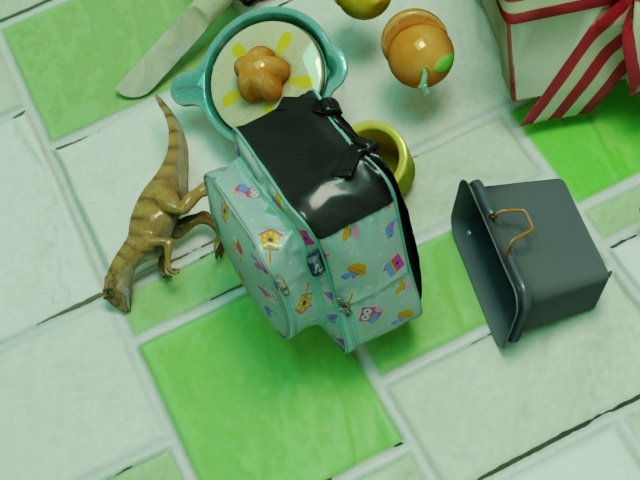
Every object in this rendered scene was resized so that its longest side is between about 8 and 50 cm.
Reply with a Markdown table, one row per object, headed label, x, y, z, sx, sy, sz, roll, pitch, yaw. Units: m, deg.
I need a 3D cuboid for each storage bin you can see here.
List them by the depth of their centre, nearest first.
| label | x | y | z | sx | sy | sz | roll | pitch | yaw |
| --- | --- | --- | --- | --- | --- | --- | --- | --- | --- |
| storage bin | 0.177 | 0.006 | 0.993 | 0.091 | 0.098 | 0.135 | -12 | 58 | -12 |

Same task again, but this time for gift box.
| label | x | y | z | sx | sy | sz | roll | pitch | yaw |
| --- | --- | --- | --- | --- | --- | --- | --- | --- | --- |
| gift box | 0.234 | -0.273 | 1.055 | 0.276 | 0.255 | 0.258 | -16 | 44 | 5 |

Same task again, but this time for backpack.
| label | x | y | z | sx | sy | sz | roll | pitch | yaw |
| --- | --- | --- | --- | --- | --- | --- | --- | --- | --- |
| backpack | 0.000 | 0.000 | 0.961 | 0.144 | 0.188 | 0.166 | -35 | 43 | -6 |

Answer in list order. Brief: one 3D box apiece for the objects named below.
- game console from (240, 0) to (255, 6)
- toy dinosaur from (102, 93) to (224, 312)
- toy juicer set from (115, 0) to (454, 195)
| label | x | y | z | sx | sy | sz | roll | pitch | yaw |
| --- | --- | --- | --- | --- | --- | --- | --- | --- | --- |
| game console | -0.082 | -0.323 | 1.228 | 0.085 | 0.124 | 0.144 | -37 | 57 | 17 |
| toy dinosaur | -0.134 | -0.038 | 1.059 | 0.112 | 0.064 | 0.211 | 16 | 71 | 7 |
| toy juicer set | -0.033 | -0.182 | 1.095 | 0.329 | 0.089 | 0.209 | 25 | 90 | 22 |
